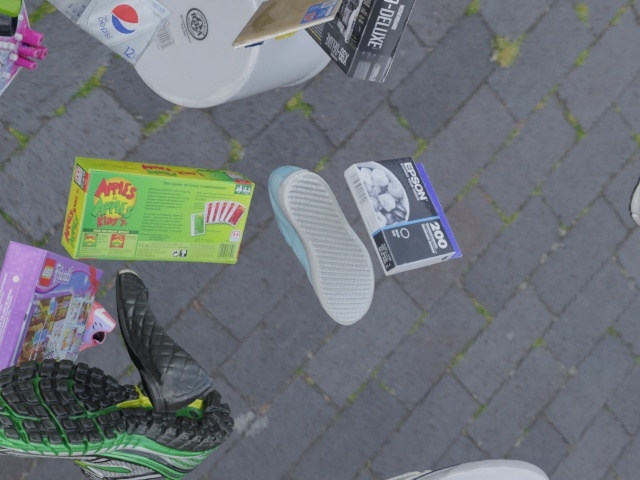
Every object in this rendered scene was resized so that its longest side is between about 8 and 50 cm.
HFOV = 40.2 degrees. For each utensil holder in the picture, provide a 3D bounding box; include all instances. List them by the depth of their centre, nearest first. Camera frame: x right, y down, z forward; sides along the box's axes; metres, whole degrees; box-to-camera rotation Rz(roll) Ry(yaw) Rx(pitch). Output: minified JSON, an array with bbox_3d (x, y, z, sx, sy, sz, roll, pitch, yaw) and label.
[{"bbox_3d":[-0.168,-0.450,1.776,0.385,0.327,0.328,-38,124,-61],"label":"utensil holder"}]

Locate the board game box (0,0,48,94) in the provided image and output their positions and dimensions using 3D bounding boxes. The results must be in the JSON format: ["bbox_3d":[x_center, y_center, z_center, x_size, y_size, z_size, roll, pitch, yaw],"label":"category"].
[{"bbox_3d":[-0.637,-0.364,1.589,0.050,0.390,0.390,17,55,7],"label":"board game box"}]

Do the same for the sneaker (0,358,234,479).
[{"bbox_3d":[-0.279,0.250,1.082,0.343,0.134,0.146,17,118,-35],"label":"sneaker"}]

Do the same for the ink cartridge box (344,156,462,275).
[{"bbox_3d":[0.165,-0.053,1.607,0.208,0.045,0.206,-11,73,-40],"label":"ink cartridge box"}]

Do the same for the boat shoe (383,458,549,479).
[{"bbox_3d":[0.099,0.270,0.863,0.267,0.088,0.096,-28,100,16],"label":"boat shoe"}]

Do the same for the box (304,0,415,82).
[{"bbox_3d":[0.055,-0.445,1.481,0.076,0.307,0.243,3,123,-29],"label":"box"}]

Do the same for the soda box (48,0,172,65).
[{"bbox_3d":[-0.308,-0.336,1.234,0.098,0.286,0.091,34,94,-33],"label":"soda box"}]

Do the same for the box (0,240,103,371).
[{"bbox_3d":[-0.414,0.120,1.301,0.057,0.293,0.201,15,83,3],"label":"box"}]

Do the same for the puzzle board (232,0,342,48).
[{"bbox_3d":[-0.023,-0.213,0.817,0.096,0.128,0.011,-11,119,17],"label":"puzzle board"}]

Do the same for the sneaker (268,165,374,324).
[{"bbox_3d":[0.000,0.000,1.779,0.135,0.150,0.366,-27,117,-14],"label":"sneaker"}]

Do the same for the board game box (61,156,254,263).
[{"bbox_3d":[-0.164,-0.028,0.895,0.181,0.043,0.092,3,110,-36],"label":"board game box"}]

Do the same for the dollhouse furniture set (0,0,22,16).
[{"bbox_3d":[-0.276,-0.271,0.519,0.301,0.151,0.198,11,93,-52],"label":"dollhouse furniture set"}]

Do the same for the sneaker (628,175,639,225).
[{"bbox_3d":[0.401,-0.022,0.933,0.081,0.094,0.208,-55,132,-12],"label":"sneaker"}]

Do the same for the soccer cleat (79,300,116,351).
[{"bbox_3d":[-0.476,0.189,1.752,0.095,0.248,0.083,36,55,-4],"label":"soccer cleat"}]

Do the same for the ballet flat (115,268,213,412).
[{"bbox_3d":[-0.140,0.081,0.739,0.049,0.173,0.058,-16,130,-20],"label":"ballet flat"}]

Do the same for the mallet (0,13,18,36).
[{"bbox_3d":[-0.383,-0.330,1.008,0.062,0.039,0.190,-1,87,-8],"label":"mallet"}]
